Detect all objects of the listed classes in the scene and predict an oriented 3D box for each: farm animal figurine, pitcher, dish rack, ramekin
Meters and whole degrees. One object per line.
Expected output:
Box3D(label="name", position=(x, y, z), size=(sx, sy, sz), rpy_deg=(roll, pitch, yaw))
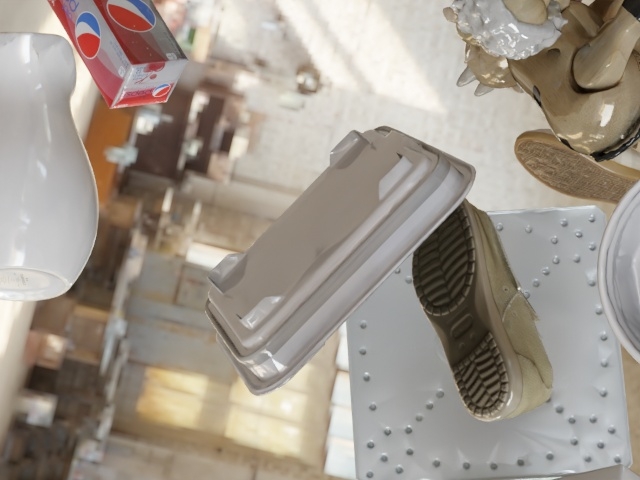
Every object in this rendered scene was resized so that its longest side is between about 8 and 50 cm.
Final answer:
Box3D(label="farm animal figurine", position=(0.219, -0.169, 1.253), size=(0.172, 0.330, 0.326), rpy_deg=(-55, -157, 21))
Box3D(label="pitcher", position=(-0.251, -0.049, 1.214), size=(0.178, 0.126, 0.207), rpy_deg=(97, -9, -67))
Box3D(label="dish rack", position=(0.000, 0.000, 1.550), size=(0.333, 0.072, 0.285), rpy_deg=(-45, -161, -2))
Box3D(label="ramekin", position=(0.340, 0.028, 1.185), size=(0.109, 0.207, 0.207), rpy_deg=(17, 86, -75))

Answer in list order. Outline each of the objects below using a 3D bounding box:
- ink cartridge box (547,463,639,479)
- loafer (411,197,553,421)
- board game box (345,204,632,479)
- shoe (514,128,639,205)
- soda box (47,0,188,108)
Box3D(label="ink cartridge box", position=(0.304, 0.435, 1.708), size=(0.211, 0.121, 0.289), rpy_deg=(-24, -140, 46))
Box3D(label="loafer", position=(0.171, 0.074, 1.483), size=(0.102, 0.092, 0.268), rpy_deg=(-38, -131, 36))
Box3D(label="board game box", position=(0.234, 0.153, 2.043), size=(0.050, 0.390, 0.390), rpy_deg=(87, 0, -77))
Box3D(label="shoe", position=(0.345, -0.088, 1.738), size=(0.058, 0.219, 0.076), rpy_deg=(-61, 170, -45))
Box3D(label="soda box", position=(-0.276, -0.294, 1.808), size=(0.263, 0.092, 0.083), rpy_deg=(58, -43, 24))
